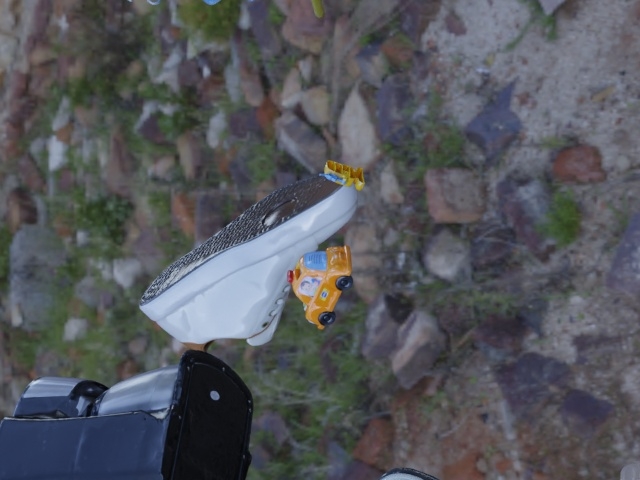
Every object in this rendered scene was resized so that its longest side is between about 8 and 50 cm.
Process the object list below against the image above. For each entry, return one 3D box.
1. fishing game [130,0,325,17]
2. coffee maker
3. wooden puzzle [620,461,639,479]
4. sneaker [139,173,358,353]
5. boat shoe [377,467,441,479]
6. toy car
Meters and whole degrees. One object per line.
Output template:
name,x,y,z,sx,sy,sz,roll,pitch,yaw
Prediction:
fishing game,-0.127,-0.174,0.563,0.189,0.264,0.041,107,176,-89
coffee maker,-0.158,0.172,0.688,0.178,0.171,0.120,-13,120,28
wooden puzzle,0.444,0.290,1.063,0.239,0.044,0.221,-49,7,36
sneaker,-0.054,0.033,0.984,0.290,0.123,0.106,-31,21,30
boat shoe,0.200,0.410,1.296,0.127,0.340,0.113,-45,18,24
toy car,0.000,0.000,0.653,0.060,0.040,0.122,121,161,-46
